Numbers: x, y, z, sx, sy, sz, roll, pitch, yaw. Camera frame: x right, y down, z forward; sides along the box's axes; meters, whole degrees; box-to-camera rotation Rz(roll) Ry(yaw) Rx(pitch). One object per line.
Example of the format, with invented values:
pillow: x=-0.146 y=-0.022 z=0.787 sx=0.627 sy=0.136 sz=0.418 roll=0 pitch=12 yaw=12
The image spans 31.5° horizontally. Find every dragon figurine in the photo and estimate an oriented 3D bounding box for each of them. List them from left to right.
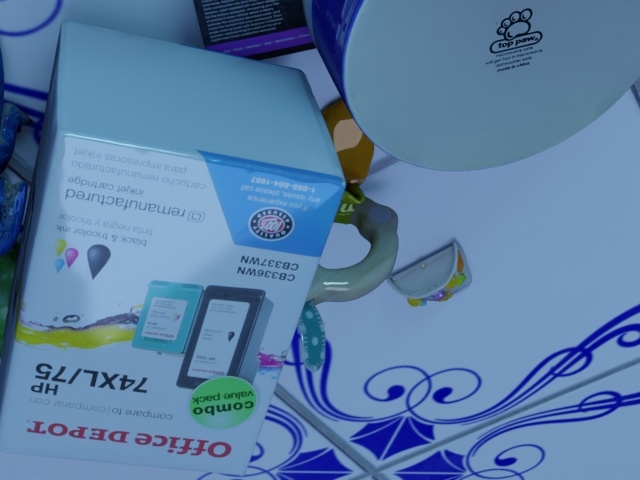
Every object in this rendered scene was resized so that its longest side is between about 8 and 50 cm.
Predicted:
dragon figurine: x=-0.279 y=-0.039 z=0.898 sx=0.085 sy=0.144 sz=0.289 roll=11 pitch=128 yaw=-21

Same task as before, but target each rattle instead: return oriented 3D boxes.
rattle: x=0.000 y=0.000 z=0.971 sx=0.130 sy=0.199 sz=0.143 roll=35 pitch=140 yaw=4

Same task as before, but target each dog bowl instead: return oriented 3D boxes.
dog bowl: x=0.126 y=-0.181 z=0.849 sx=0.265 sy=0.104 sz=0.265 roll=-12 pitch=139 yaw=-11

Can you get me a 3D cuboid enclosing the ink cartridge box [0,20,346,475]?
ink cartridge box: x=-0.126 y=0.009 z=0.868 sx=0.198 sy=0.197 sz=0.270 roll=9 pitch=120 yaw=-17

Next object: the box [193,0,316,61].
box: x=-0.043 y=-0.208 z=0.858 sx=0.116 sy=0.029 sz=0.162 roll=-12 pitch=140 yaw=-2

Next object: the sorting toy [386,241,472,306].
sorting toy: x=0.125 y=0.046 z=1.181 sx=0.083 sy=0.045 sz=0.075 roll=-29 pitch=155 yaw=19

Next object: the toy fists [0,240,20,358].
toy fists: x=-0.239 y=0.046 z=1.047 sx=0.279 sy=0.096 sz=0.142 roll=-15 pitch=139 yaw=1
